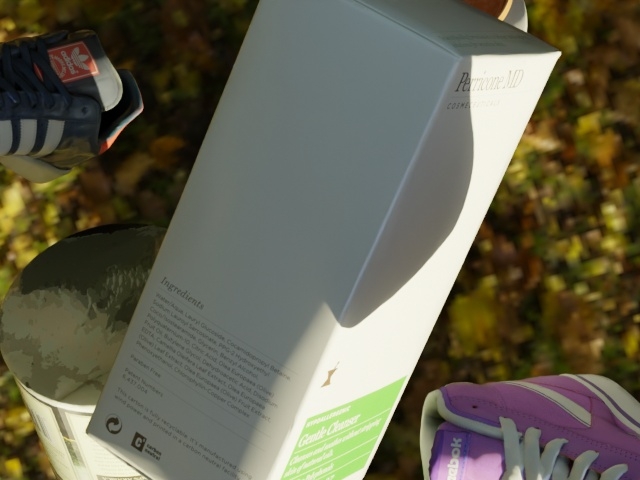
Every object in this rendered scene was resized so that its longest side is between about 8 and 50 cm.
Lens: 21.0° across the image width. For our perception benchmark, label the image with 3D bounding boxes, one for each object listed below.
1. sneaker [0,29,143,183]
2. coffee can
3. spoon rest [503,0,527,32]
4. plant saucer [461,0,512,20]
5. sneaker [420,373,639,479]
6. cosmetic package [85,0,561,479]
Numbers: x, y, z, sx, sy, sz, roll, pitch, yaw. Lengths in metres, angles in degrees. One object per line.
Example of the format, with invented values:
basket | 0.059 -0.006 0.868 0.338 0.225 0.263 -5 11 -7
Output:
sneaker | -0.272 -0.140 1.556 0.131 0.148 0.350 65 15 8
coffee can | -0.165 0.147 1.585 0.275 0.201 0.201 81 22 -50
spoon rest | 0.144 -0.247 2.018 0.084 0.276 0.137 8 98 -41
plant saucer | 0.104 -0.178 1.285 0.013 0.083 0.083 45 43 -53
sneaker | 0.152 0.153 1.011 0.161 0.282 0.102 4 99 -26
cosmetic package | 0.000 0.000 1.198 0.155 0.366 0.197 32 21 21
